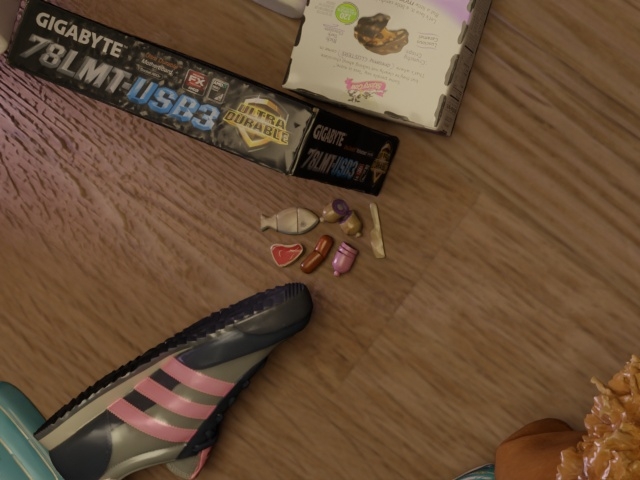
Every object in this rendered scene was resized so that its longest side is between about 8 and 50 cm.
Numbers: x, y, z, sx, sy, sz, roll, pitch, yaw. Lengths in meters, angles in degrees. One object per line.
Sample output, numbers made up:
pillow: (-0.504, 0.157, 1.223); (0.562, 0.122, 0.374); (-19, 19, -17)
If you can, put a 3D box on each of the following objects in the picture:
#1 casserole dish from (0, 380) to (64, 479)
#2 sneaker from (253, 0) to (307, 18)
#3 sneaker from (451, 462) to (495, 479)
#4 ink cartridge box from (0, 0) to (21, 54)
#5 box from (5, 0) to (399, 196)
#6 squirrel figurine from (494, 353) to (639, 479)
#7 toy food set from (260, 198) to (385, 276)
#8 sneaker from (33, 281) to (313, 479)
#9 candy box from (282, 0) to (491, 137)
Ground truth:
casserole dish: (-0.325, 0.233, 1.839); (0.114, 0.037, 0.188); (-43, 76, 9)
sneaker: (-0.089, -0.305, 1.786); (0.212, 0.080, 0.094); (26, 83, 9)
sneaker: (0.079, 0.295, 1.674); (0.275, 0.110, 0.107); (-39, 77, 19)
ink cartridge box: (-0.397, -0.227, 1.720); (0.207, 0.353, 0.119); (-36, 112, 12)
box: (-0.101, -0.127, 1.658); (0.295, 0.293, 0.073); (22, 95, 17)
squirrel figurine: (0.333, 0.223, 1.459); (0.370, 0.397, 0.281); (-25, 75, 23)
toy food set: (0.000, 0.000, 1.763); (0.122, 0.019, 0.078); (-11, 84, 16)
sneaker: (-0.123, 0.159, 1.761); (0.319, 0.112, 0.131); (-31, 96, 15)
candy box: (0.072, -0.217, 1.728); (0.165, 0.070, 0.196); (17, 91, 16)
